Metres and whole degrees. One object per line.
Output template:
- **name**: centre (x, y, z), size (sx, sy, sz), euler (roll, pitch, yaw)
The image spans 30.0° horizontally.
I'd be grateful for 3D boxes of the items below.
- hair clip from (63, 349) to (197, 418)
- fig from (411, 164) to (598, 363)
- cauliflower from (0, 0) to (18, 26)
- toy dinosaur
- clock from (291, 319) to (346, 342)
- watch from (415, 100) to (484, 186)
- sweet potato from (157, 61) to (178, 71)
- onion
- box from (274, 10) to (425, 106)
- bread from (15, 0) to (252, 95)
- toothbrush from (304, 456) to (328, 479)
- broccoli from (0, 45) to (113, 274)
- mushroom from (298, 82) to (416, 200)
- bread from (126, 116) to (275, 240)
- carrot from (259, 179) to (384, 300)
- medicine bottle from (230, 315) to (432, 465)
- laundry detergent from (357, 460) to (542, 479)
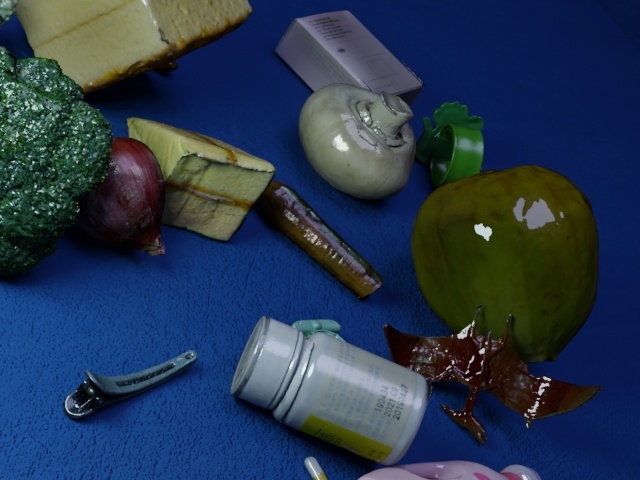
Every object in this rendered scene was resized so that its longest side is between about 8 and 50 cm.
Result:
- **hair clip**: centre (-0.245, 0.182, 1.589), size (0.039, 0.070, 0.229), euler (45, 26, 17)
- **fig**: centre (0.326, 0.045, 2.071), size (0.343, 0.343, 0.343), euler (25, 35, -19)
- **cauliflower**: centre (-0.596, -0.321, 1.768), size (0.256, 0.239, 0.315), euler (22, 68, -2)
- **toy dinosaur**: centre (0.253, 0.200, 1.904), size (0.327, 0.206, 0.113), euler (43, -9, -3)
- **clock**: centre (0.010, 0.182, 1.832), size (0.101, 0.041, 0.135), euler (0, 48, -43)
- **watch**: centre (0.269, -0.188, 2.420), size (0.131, 0.165, 0.152), euler (13, 20, -15)
- **sweet potato**: centre (-0.402, -0.414, 2.144), size (0.346, 0.079, 0.108), euler (26, 63, -20)
- **onion**: centre (-0.290, -0.056, 1.747), size (0.195, 0.159, 0.159), euler (59, 34, -2)
- **box**: centre (0.063, -0.358, 2.483), size (0.252, 0.106, 0.203), euler (47, 35, 12)
- **bread**: centre (-0.304, -0.380, 1.959), size (0.207, 0.279, 0.279), euler (64, 32, -10)
- **toothbrush**: centre (0.050, 0.410, 1.607), size (0.021, 0.024, 0.288), euler (-1, 49, -42)
- **broccoli**: centre (-0.431, -0.109, 1.603), size (0.308, 0.308, 0.275), euler (36, -11, -4)
- **mushroom**: centre (0.085, -0.194, 2.222), size (0.246, 0.202, 0.246), euler (28, 42, -28)
- **bread**: centre (-0.202, -0.154, 1.930), size (0.167, 0.163, 0.264), euler (12, 40, -33)
- **carrot**: centre (0.000, 0.000, 2.026), size (0.260, 0.070, 0.070), euler (42, 33, 5)
- **medicine bottle**: centre (0.013, 0.210, 1.698), size (0.258, 0.143, 0.143), euler (25, 35, -8)
- **laundry detergent**: centre (0.198, 0.381, 1.730), size (0.335, 0.088, 0.159), euler (1, 39, -45)
